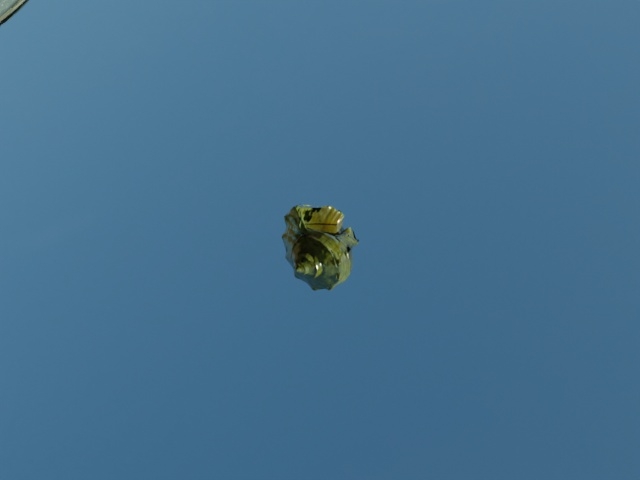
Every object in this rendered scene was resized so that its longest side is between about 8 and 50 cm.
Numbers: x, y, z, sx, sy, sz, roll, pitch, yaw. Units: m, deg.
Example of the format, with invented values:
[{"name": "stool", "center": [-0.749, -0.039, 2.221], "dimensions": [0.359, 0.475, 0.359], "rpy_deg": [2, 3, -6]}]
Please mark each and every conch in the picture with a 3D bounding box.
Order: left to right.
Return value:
[{"name": "conch", "center": [0.000, 0.000, 0.979], "dimensions": [0.074, 0.089, 0.121], "rpy_deg": [-18, -165, 33]}]

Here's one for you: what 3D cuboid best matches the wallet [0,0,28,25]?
[{"name": "wallet", "center": [-0.372, -0.354, 1.149], "dimensions": [0.141, 0.059, 0.202], "rpy_deg": [-37, -121, 21]}]
